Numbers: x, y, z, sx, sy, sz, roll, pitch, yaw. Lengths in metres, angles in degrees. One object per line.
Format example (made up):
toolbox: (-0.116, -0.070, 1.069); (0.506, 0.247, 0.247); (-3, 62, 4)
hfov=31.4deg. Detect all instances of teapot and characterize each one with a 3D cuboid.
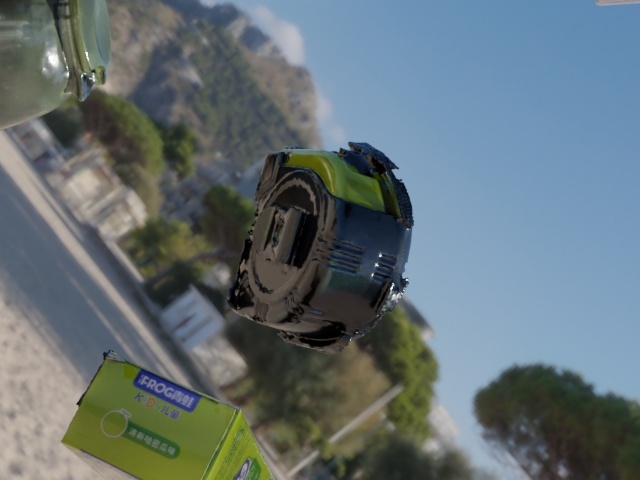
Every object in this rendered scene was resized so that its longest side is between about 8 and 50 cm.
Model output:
teapot: (-0.362, -0.277, 1.332); (0.239, 0.239, 0.321); (85, 1, -58)

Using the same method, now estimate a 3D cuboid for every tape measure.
tape measure: (0.000, 0.000, 1.046); (0.112, 0.199, 0.186); (15, -4, -30)

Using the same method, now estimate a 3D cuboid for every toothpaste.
toothpaste: (-0.110, 0.188, 0.939); (0.110, 0.077, 0.327); (24, -19, 12)

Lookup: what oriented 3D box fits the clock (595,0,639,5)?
clock: (0.228, -0.267, 0.807); (0.197, 0.068, 0.196); (0, 90, -77)
